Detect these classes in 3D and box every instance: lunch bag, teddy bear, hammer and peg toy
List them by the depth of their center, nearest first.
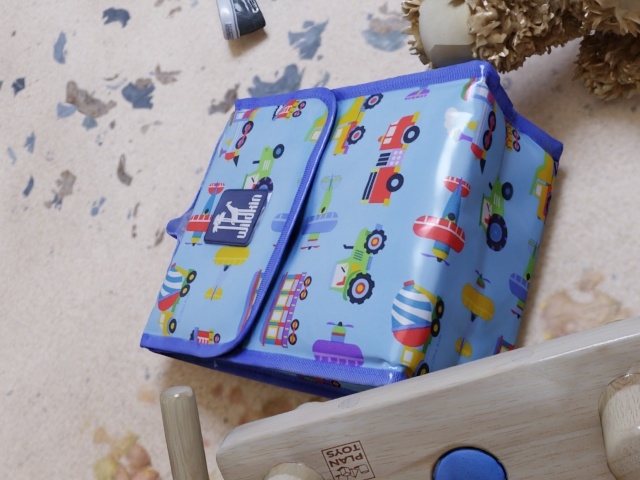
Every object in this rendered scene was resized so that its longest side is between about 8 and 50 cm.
[{"bbox_3d":[0.051,0.193,0.545,0.361,0.127,0.265,-17,105,16],"label":"hammer and peg toy"},{"bbox_3d":[0.210,-0.212,0.683,0.338,0.245,0.113,-25,17,10],"label":"teddy bear"},{"bbox_3d":[0.000,0.000,0.744,0.293,0.138,0.220,5,71,39],"label":"lunch bag"}]

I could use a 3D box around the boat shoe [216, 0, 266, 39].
[{"bbox_3d":[-0.080,-0.244,0.920,0.040,0.049,0.142,-12,64,-2],"label":"boat shoe"}]
